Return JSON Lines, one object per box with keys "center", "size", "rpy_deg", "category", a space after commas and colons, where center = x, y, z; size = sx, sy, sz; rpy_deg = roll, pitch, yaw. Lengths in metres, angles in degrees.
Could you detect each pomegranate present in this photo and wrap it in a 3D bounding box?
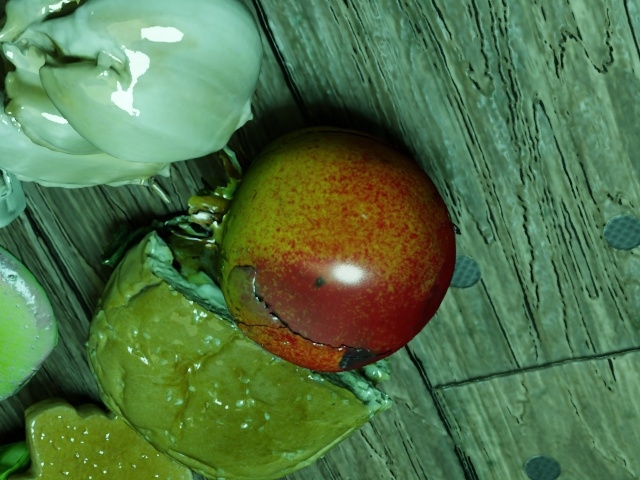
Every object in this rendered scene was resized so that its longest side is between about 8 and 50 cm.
{"center": [0.000, 0.000, 1.060], "size": [0.235, 0.210, 0.210], "rpy_deg": [25, 124, -2], "category": "pomegranate"}

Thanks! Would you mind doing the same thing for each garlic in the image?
{"center": [-0.173, -0.148, 0.998], "size": [0.203, 0.185, 0.281], "rpy_deg": [6, 172, -36], "category": "garlic"}

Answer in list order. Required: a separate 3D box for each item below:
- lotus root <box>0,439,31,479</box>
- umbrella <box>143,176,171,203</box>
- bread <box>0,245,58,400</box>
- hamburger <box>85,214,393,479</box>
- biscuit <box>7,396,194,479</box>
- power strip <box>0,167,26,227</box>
{"center": [-0.345, 0.299, 1.366], "size": [0.186, 0.186, 0.186], "rpy_deg": [6, 123, 9], "category": "lotus root"}
{"center": [-0.193, -0.095, 1.148], "size": [0.165, 0.025, 0.027], "rpy_deg": [49, 141, -16], "category": "umbrella"}
{"center": [-0.382, 0.082, 1.298], "size": [0.228, 0.033, 0.229], "rpy_deg": [5, 121, 8], "category": "bread"}
{"center": [-0.099, 0.122, 1.203], "size": [0.308, 0.132, 0.211], "rpy_deg": [35, 120, -12], "category": "hamburger"}
{"center": [-0.245, 0.274, 1.302], "size": [0.212, 0.239, 0.041], "rpy_deg": [33, 169, -33], "category": "biscuit"}
{"center": [-0.436, -0.042, 1.209], "size": [0.338, 0.058, 0.098], "rpy_deg": [-8, 111, 17], "category": "power strip"}
